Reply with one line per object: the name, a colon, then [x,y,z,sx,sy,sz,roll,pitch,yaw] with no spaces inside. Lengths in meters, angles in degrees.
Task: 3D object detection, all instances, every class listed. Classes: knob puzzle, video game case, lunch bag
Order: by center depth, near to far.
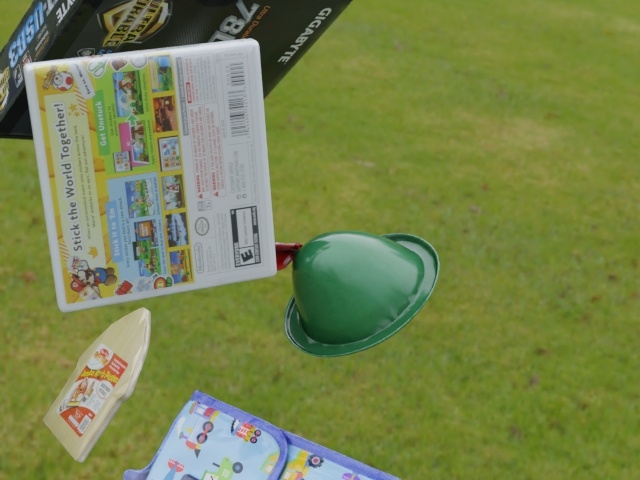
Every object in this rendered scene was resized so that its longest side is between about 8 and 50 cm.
video game case: [-0.148,-0.059,1.037,0.206,0.226,0.026,-10,20,-17]
lunch bag: [-0.078,0.308,1.231,0.293,0.221,0.138,22,-14,16]
knob puzzle: [-0.264,0.173,1.437,0.030,0.213,0.213,36,15,-26]

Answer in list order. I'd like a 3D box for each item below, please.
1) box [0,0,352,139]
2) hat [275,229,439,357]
box: [-0.161,-0.203,1.190,0.293,0.295,0.073,1,61,-40]
hat: [0.000,0.000,1.147,0.173,0.183,0.208,1,43,39]
